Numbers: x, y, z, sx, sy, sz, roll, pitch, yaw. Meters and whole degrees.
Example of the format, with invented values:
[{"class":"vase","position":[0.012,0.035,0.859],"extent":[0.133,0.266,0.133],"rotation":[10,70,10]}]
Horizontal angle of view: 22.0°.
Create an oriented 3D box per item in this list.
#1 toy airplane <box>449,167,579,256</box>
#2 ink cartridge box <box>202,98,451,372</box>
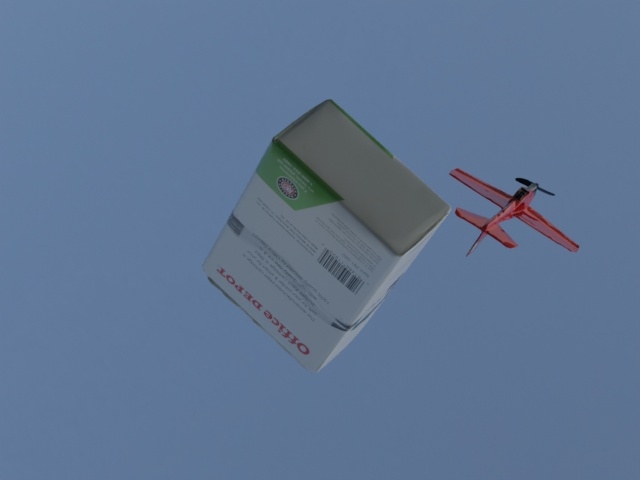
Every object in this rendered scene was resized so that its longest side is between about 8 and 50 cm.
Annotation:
[{"class":"toy airplane","position":[0.177,-0.027,1.589],"extent":[0.151,0.028,0.151],"rotation":[13,-141,-11]},{"class":"ink cartridge box","position":[0.000,0.000,1.556],"extent":[0.160,0.219,0.092],"rotation":[43,-129,7]}]
